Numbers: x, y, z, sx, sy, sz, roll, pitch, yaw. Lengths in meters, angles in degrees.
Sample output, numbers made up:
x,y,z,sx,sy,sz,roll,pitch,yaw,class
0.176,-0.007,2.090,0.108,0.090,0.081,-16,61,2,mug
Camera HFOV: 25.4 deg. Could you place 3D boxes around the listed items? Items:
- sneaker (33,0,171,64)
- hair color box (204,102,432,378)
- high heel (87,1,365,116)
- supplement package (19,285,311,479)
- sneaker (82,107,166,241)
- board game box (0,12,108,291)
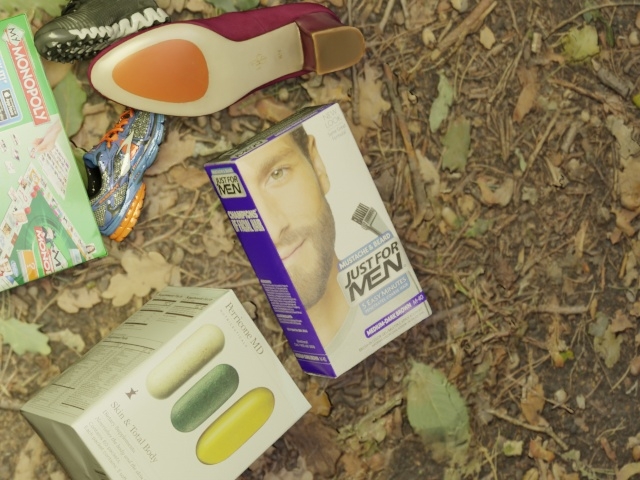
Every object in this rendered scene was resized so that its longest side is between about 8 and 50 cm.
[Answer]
x,y,z,sx,sy,sz,roll,pitch,yaw,class
-0.292,-0.292,1.804,0.234,0.078,0.106,-28,90,-54,sneaker
0.000,0.000,1.983,0.185,0.110,0.339,-32,104,-25,hair color box
-0.140,-0.246,1.892,0.377,0.181,0.127,-7,108,-23,high heel
-0.198,0.214,1.812,0.263,0.198,0.199,-41,109,-24,supplement package
-0.261,-0.113,1.846,0.087,0.083,0.221,18,78,-23,sneaker
-0.414,-0.096,1.747,0.213,0.046,0.317,-20,99,-18,board game box
